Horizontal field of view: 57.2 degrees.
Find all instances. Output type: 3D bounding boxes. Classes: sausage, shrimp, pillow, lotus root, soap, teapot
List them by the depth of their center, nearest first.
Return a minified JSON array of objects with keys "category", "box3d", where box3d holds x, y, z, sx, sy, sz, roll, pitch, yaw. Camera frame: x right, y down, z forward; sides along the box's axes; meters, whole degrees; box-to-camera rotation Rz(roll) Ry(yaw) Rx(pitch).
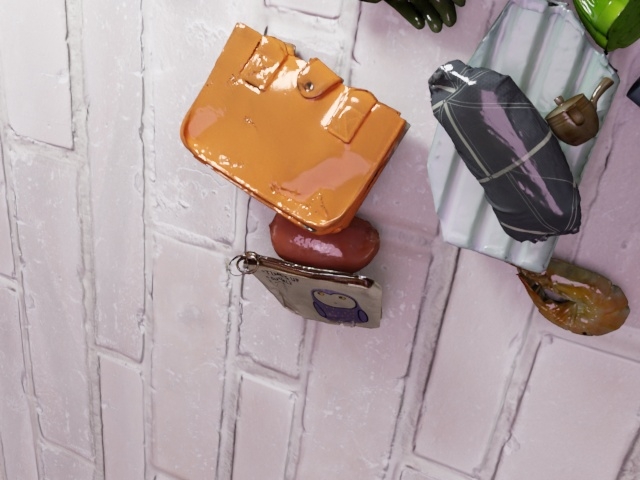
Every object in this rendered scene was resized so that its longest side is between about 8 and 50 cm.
[{"category":"teapot","box3d":[0.402,-0.198,0.887,0.110,0.085,0.080,-36,96,11]},{"category":"lotus root","box3d":[0.451,-0.412,0.903,0.186,0.186,0.186,9,114,21]},{"category":"pillow","box3d":[0.290,-0.142,0.939,0.335,0.092,0.161,56,143,-6]},{"category":"soap","box3d":[0.346,-0.193,1.044,0.261,0.156,0.446,19,117,17]},{"category":"shrimp","box3d":[0.470,0.097,1.165,0.267,0.061,0.145,30,129,9]},{"category":"sausage","box3d":[0.000,0.000,1.293,0.254,0.148,0.148,20,117,14]}]

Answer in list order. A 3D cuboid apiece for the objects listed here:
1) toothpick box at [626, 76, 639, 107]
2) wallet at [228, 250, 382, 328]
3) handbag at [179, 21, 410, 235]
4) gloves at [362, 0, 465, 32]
[{"category":"toothpick box","box3d":[0.592,-0.225,0.949,0.153,0.101,0.101,41,121,5]},{"category":"wallet","box3d":[-0.011,0.119,1.314,0.335,0.068,0.275,9,156,23]},{"category":"handbag","box3d":[-0.060,-0.222,1.186,0.410,0.116,0.304,34,101,13]},{"category":"gloves","box3d":[0.131,-0.461,1.060,0.268,0.135,0.107,19,92,4]}]
